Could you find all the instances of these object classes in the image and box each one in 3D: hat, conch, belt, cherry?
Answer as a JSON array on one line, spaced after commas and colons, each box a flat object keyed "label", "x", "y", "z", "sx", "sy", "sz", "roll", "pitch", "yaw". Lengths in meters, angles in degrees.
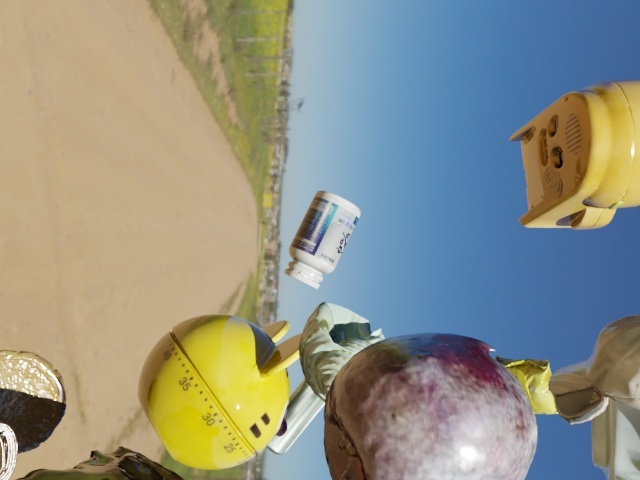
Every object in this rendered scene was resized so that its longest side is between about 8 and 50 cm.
[{"label": "hat", "x": 0.500, "y": 0.205, "z": 1.071, "sx": 0.275, "sy": 0.232, "sz": 0.161, "roll": 145, "pitch": -57, "yaw": -64}, {"label": "conch", "x": 0.037, "y": 0.201, "z": 1.096, "sx": 0.131, "sy": 0.172, "sz": 0.200, "roll": -59, "pitch": 169, "yaw": 11}, {"label": "belt", "x": -0.443, "y": 0.287, "z": 0.891, "sx": 0.036, "sy": 0.059, "sz": 0.083, "roll": -7, "pitch": -98, "yaw": 52}, {"label": "cherry", "x": 0.094, "y": 0.174, "z": 0.588, "sx": 0.195, "sy": 0.195, "sz": 0.195, "roll": -176, "pitch": -90, "yaw": -86}]

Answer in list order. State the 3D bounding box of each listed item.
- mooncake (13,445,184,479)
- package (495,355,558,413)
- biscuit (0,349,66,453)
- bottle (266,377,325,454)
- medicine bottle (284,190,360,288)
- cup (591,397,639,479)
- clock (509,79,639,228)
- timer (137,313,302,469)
[{"label": "mooncake", "x": -0.397, "y": 0.516, "z": 1.162, "sx": 0.394, "sy": 0.393, "sz": 0.246, "roll": 11, "pitch": -101, "yaw": 66}, {"label": "package", "x": 0.613, "y": 0.422, "z": 1.918, "sx": 0.090, "sy": 0.168, "sz": 0.226, "roll": -45, "pitch": 119, "yaw": -40}, {"label": "biscuit", "x": -0.635, "y": 0.331, "z": 1.356, "sx": 0.042, "sy": 0.225, "sz": 0.226, "roll": 15, "pitch": -77, "yaw": 63}, {"label": "bottle", "x": -0.049, "y": 0.405, "z": 1.626, "sx": 0.254, "sy": 0.079, "sz": 0.096, "roll": -51, "pitch": -135, "yaw": 3}, {"label": "medicine bottle", "x": 0.000, "y": 0.000, "z": 1.390, "sx": 0.191, "sy": 0.107, "sz": 0.107, "roll": -64, "pitch": -178, "yaw": -5}, {"label": "cup", "x": 0.648, "y": 0.389, "z": 1.364, "sx": 0.347, "sy": 0.163, "sz": 0.347, "roll": 0, "pitch": 90, "yaw": -69}, {"label": "clock", "x": 0.498, "y": -0.158, "z": 1.227, "sx": 0.317, "sy": 0.200, "sz": 0.244, "roll": 96, "pitch": -12, "yaw": -78}, {"label": "timer", "x": -0.198, "y": 0.313, "z": 1.479, "sx": 0.376, "sy": 0.387, "sz": 0.376, "roll": 52, "pitch": -15, "yaw": 19}]
